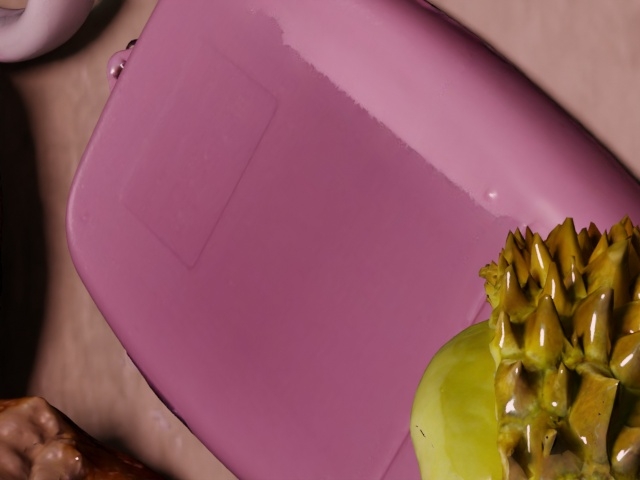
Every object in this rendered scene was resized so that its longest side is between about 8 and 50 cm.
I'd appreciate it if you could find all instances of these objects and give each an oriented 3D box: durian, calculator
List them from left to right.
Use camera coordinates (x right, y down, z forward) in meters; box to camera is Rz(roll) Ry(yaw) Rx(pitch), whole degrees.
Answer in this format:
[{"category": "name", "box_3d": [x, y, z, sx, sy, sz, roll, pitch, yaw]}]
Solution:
[{"category": "calculator", "box_3d": [-0.001, 0.000, 0.642, 0.294, 0.043, 0.194, 41, 111, 34]}, {"category": "durian", "box_3d": [0.102, 0.110, 0.458, 0.177, 0.200, 0.237, 11, 115, 4]}]

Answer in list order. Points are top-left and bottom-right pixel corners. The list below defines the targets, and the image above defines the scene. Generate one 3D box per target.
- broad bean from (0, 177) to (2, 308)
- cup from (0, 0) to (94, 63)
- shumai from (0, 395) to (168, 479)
[{"category": "broad bean", "box_3d": [-0.210, -0.006, 0.738, 0.156, 0.122, 0.228, 4, 105, 47]}, {"category": "cup", "box_3d": [-0.188, -0.249, 0.706, 0.274, 0.259, 0.356, 26, 133, 37]}, {"category": "shumai", "box_3d": [-0.104, 0.141, 0.672, 0.201, 0.201, 0.120, 11, 53, 38]}]
